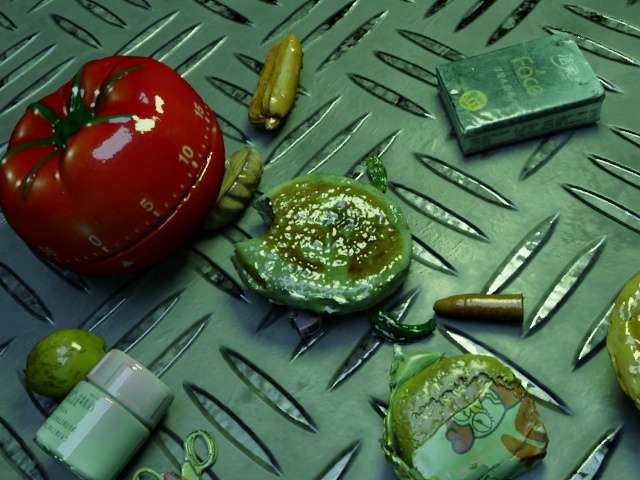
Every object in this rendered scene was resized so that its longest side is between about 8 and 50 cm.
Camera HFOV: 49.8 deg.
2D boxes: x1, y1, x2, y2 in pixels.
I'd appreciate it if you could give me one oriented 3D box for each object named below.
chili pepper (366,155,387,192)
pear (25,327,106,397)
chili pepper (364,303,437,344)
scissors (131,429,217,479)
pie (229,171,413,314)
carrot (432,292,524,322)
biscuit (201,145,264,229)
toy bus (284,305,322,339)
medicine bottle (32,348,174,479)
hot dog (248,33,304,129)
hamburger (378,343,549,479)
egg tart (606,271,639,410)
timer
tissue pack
[{"bbox_3d":[0.102,-0.116,1.251,0.030,0.034,0.091,-27,50,33],"label":"chili pepper"},{"bbox_3d":[-0.401,0.193,1.088,0.131,0.107,0.107,-10,55,-6],"label":"pear"},{"bbox_3d":[0.119,0.132,1.077,0.118,0.035,0.055,15,77,23],"label":"chili pepper"},{"bbox_3d":[-0.176,0.369,0.982,0.134,0.020,0.187,-33,56,-17],"label":"scissors"},{"bbox_3d":[0.008,0.001,1.141,0.303,0.067,0.302,0,49,0],"label":"pie"},{"bbox_3d":[0.243,0.102,1.066,0.139,0.048,0.048,1,57,12],"label":"carrot"},{"bbox_3d":[-0.153,-0.096,1.256,0.118,0.061,0.183,-15,41,53],"label":"biscuit"},{"bbox_3d":[-0.041,0.097,1.128,0.052,0.037,0.130,-24,55,-12],"label":"toy bus"},{"bbox_3d":[-0.312,0.259,1.010,0.135,0.135,0.168,27,66,25],"label":"medicine bottle"},{"bbox_3d":[-0.081,-0.308,1.381,0.102,0.076,0.249,-23,43,41],"label":"hot dog"},{"bbox_3d":[0.177,0.233,0.942,0.214,0.125,0.235,-18,69,-14],"label":"hamburger"},{"bbox_3d":[0.547,0.161,0.926,0.319,0.128,0.318,-5,58,8],"label":"egg tart"},{"bbox_3d":[-0.345,-0.121,1.165,0.378,0.279,0.378,-16,51,20],"label":"timer"},{"bbox_3d":[0.361,-0.273,1.273,0.257,0.081,0.185,-15,56,2],"label":"tissue pack"}]
